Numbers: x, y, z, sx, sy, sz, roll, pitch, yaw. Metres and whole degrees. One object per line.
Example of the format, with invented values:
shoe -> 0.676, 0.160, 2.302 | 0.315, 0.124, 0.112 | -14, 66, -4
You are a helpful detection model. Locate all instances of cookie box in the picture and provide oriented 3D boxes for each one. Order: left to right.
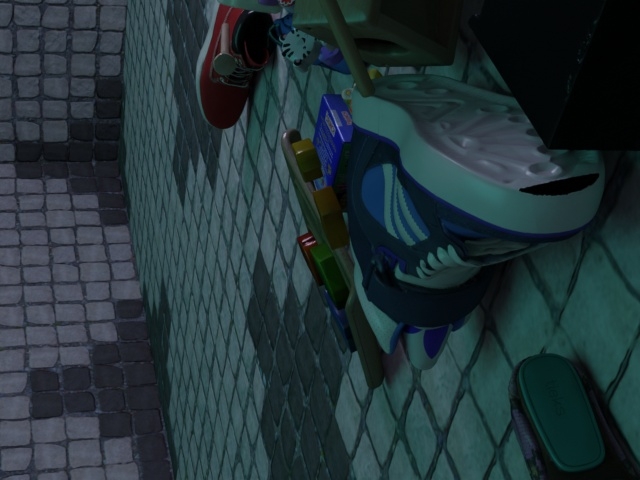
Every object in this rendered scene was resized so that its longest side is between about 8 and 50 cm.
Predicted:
cookie box -> 0.022, -0.101, 1.238 | 0.107, 0.040, 0.092 | 103, 156, -43

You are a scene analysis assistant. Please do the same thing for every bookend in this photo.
bookend -> 0.172, -0.165, 0.687 | 0.157, 0.072, 0.156 | -110, 25, -47

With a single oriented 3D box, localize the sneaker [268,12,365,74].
sneaker -> -0.006, -0.234, 1.252 | 0.209, 0.082, 0.069 | -142, 54, -67

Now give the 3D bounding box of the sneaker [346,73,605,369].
sneaker -> 0.113, 0.011, 0.842 | 0.323, 0.130, 0.236 | -135, 38, -61

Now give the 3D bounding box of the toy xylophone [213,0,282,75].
toy xylophone -> -0.086, -0.351, 1.368 | 0.323, 0.081, 0.236 | -91, 7, -59

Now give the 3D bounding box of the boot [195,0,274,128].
boot -> -0.129, -0.259, 1.649 | 0.176, 0.088, 0.244 | -118, 34, -53

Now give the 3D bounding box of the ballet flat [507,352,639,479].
ballet flat -> 0.180, 0.177, 0.726 | 0.221, 0.077, 0.079 | -104, 2, -47

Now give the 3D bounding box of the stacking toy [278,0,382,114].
stacking toy -> -0.015, -0.232, 1.090 | 0.221, 0.052, 0.167 | 63, -165, 24

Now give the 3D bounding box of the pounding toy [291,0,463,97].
pounding toy -> 0.022, -0.203, 0.867 | 0.094, 0.206, 0.181 | 7, 86, 39

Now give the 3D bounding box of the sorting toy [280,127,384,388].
sorting toy -> 0.000, 0.000, 1.102 | 0.307, 0.041, 0.229 | 73, 176, -57
